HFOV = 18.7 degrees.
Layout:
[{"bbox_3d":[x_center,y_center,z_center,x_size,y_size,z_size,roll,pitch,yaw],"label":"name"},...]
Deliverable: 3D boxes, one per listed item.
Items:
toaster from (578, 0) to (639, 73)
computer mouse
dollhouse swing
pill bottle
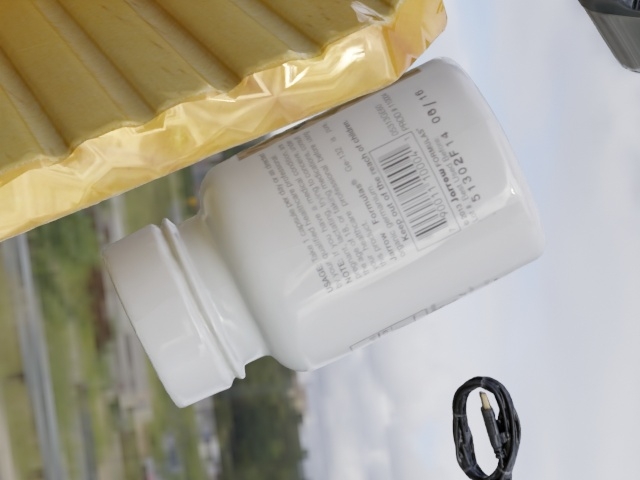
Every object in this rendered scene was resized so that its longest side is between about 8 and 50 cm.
[{"bbox_3d":[0.308,-0.210,1.611,0.146,0.227,0.129,49,49,-57],"label":"toaster"},{"bbox_3d":[0.147,0.210,1.380,0.041,0.071,0.242,-37,105,-58],"label":"computer mouse"},{"bbox_3d":[-0.152,-0.183,0.904,0.305,0.346,0.315,-157,-134,-76],"label":"dollhouse swing"},{"bbox_3d":[0.000,0.000,1.106,0.131,0.229,0.131,64,-2,4],"label":"pill bottle"}]
